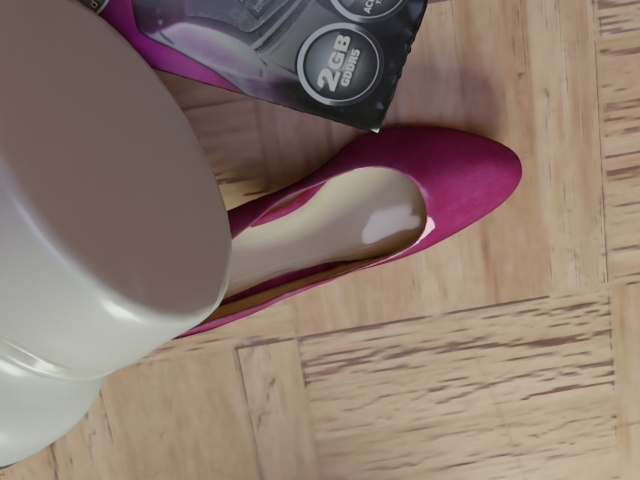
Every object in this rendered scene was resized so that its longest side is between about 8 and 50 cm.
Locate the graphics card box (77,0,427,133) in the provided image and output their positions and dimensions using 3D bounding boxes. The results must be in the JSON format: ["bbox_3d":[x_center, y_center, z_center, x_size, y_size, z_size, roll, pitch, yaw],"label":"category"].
[{"bbox_3d":[-0.109,-0.215,0.614,0.371,0.094,0.233,15,112,-12],"label":"graphics card box"}]

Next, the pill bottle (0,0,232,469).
[{"bbox_3d":[-0.235,0.040,0.622,0.361,0.204,0.204,-29,114,22],"label":"pill bottle"}]

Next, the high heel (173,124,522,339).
[{"bbox_3d":[0.000,0.000,0.707,0.244,0.117,0.082,-9,115,-1],"label":"high heel"}]
